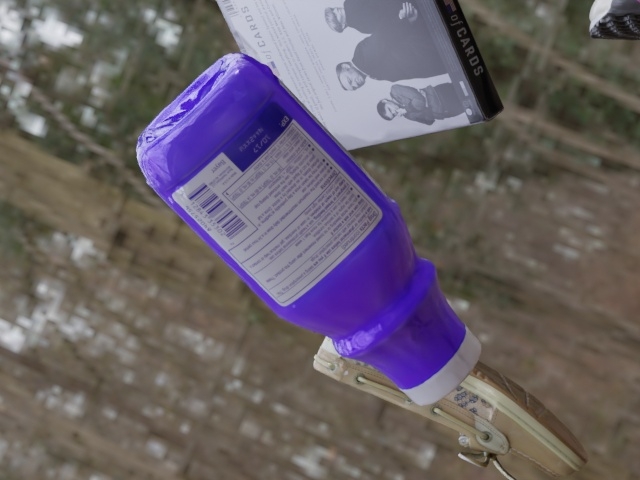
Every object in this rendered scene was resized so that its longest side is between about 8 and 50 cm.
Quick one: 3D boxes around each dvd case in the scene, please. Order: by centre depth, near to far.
[{"bbox_3d":[0.022,-0.160,1.539,0.029,0.239,0.179,-35,-74,-36],"label":"dvd case"}]

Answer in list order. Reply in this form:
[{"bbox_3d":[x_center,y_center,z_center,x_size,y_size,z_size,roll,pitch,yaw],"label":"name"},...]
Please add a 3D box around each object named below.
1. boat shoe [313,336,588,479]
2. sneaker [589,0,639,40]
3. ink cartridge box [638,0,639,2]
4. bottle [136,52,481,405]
[{"bbox_3d":[0.131,0.160,1.927,0.089,0.285,0.104,-58,-6,6],"label":"boat shoe"},{"bbox_3d":[0.194,-0.159,1.158,0.161,0.057,0.075,-11,-83,-68],"label":"sneaker"},{"bbox_3d":[0.209,-0.129,0.951,0.069,0.176,0.371,-50,12,16],"label":"ink cartridge box"},{"bbox_3d":[0.000,0.000,1.377,0.118,0.283,0.092,-43,17,7],"label":"bottle"}]
